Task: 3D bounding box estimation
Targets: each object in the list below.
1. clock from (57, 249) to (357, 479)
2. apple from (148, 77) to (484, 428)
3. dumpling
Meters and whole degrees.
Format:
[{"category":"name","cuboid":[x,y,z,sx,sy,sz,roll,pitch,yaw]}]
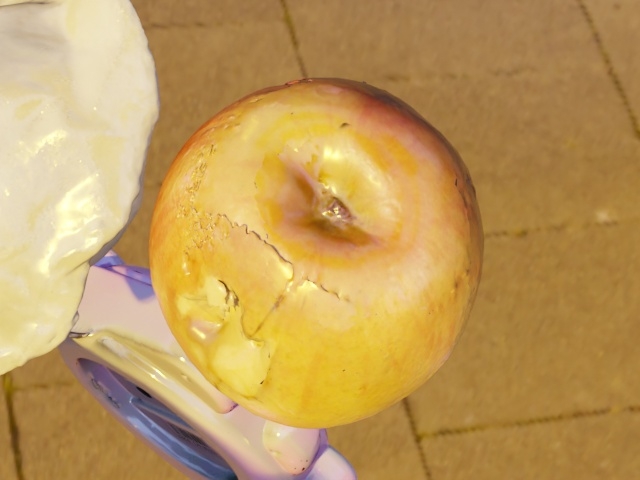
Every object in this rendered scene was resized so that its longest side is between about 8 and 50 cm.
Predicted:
[{"category":"clock","cuboid":[-0.092,0.110,1.122,0.227,0.248,0.090,16,61,45]},{"category":"apple","cuboid":[0.000,0.000,0.626,0.146,0.146,0.147,7,53,-9]},{"category":"dumpling","cuboid":[-0.161,-0.046,0.824,0.132,0.162,0.250,18,78,-44]}]
